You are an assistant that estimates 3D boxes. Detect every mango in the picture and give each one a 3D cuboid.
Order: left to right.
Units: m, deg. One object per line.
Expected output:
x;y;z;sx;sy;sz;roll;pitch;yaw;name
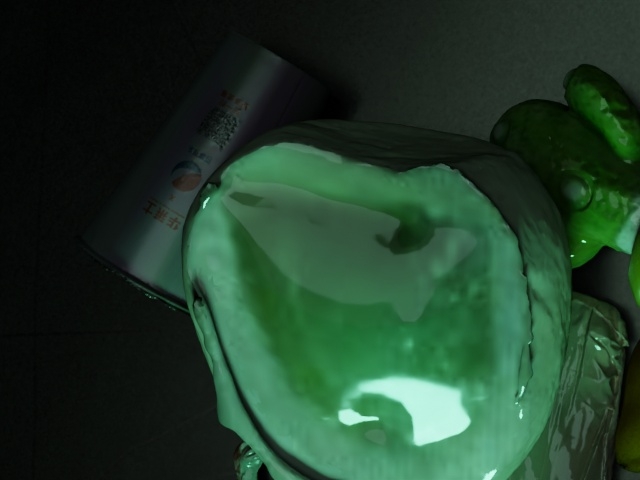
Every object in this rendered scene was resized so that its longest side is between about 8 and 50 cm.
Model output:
0.361;0.165;1.740;0.105;0.084;0.159;11;88;46;mango

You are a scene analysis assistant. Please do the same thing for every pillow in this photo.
0.234;0.180;1.797;0.173;0.067;0.270;7;89;22;pillow

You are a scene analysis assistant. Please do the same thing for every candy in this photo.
0.065;0.083;1.723;0.386;0.186;0.427;-6;99;9;candy

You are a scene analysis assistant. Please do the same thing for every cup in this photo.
-0.115;-0.072;1.861;0.203;0.203;0.288;31;92;16;cup

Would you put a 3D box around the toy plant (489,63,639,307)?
0.304;-0.045;1.733;0.316;0.184;0.224;28;111;26;toy plant

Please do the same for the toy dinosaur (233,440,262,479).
-0.141;0.327;1.920;0.242;0.053;0.167;-17;83;17;toy dinosaur
